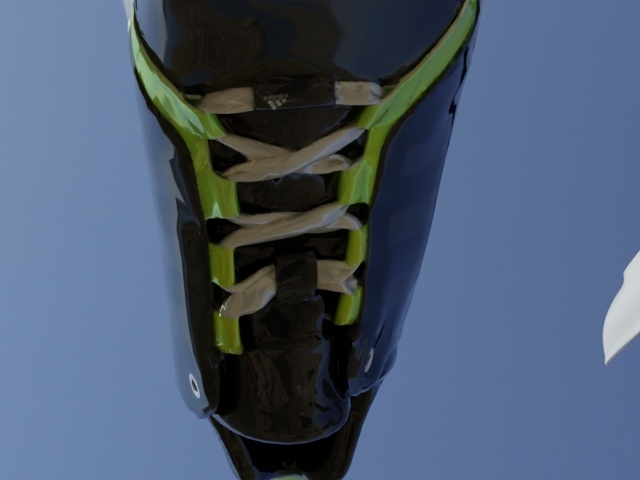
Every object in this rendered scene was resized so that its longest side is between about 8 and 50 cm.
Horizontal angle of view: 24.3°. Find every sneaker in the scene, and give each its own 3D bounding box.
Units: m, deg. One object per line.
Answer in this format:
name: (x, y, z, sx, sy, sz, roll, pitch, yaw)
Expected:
sneaker: (0.000, 0.000, 0.376, 0.084, 0.097, 0.234, -5, -28, -3)

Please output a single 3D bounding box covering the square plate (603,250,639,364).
square plate: (0.364, -0.078, 1.185, 0.049, 0.344, 0.347, 43, -21, 12)
